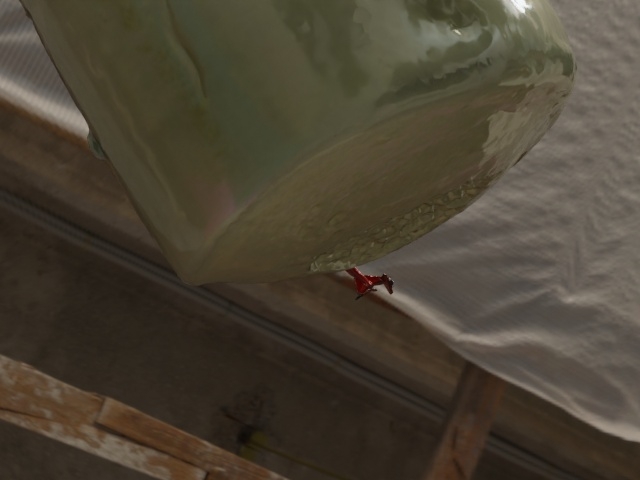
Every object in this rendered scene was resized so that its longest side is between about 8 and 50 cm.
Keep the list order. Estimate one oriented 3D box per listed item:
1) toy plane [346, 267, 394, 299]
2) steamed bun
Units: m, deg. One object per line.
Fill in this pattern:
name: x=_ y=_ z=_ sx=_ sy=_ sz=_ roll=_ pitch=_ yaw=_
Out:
toy plane: x=0.001 y=0.003 z=1.220 sx=0.077 sy=0.126 sz=0.194 roll=-40 pitch=-99 yaw=-9
steamed bun: x=0.007 y=-0.185 z=0.866 sx=0.455 sy=0.290 sz=0.371 roll=-17 pitch=-103 yaw=-54
